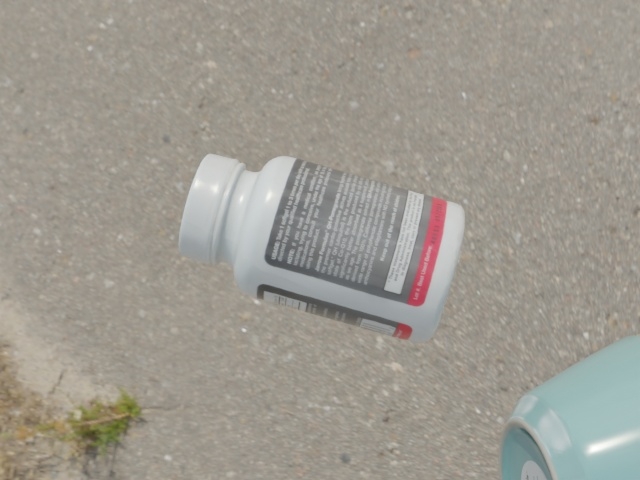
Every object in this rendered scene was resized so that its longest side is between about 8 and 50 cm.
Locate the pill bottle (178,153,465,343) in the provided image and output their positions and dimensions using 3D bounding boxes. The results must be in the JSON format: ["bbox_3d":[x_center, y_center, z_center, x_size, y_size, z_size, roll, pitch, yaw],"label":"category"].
[{"bbox_3d":[0.000,0.000,1.140,0.318,0.176,0.176,16,79,2],"label":"pill bottle"}]

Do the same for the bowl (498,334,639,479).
[{"bbox_3d":[0.304,0.269,1.040,0.163,0.311,0.312,-7,69,-11],"label":"bowl"}]

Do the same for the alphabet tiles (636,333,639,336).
[{"bbox_3d":[0.612,0.230,1.374,0.285,0.011,0.342,-20,42,-20],"label":"alphabet tiles"}]
